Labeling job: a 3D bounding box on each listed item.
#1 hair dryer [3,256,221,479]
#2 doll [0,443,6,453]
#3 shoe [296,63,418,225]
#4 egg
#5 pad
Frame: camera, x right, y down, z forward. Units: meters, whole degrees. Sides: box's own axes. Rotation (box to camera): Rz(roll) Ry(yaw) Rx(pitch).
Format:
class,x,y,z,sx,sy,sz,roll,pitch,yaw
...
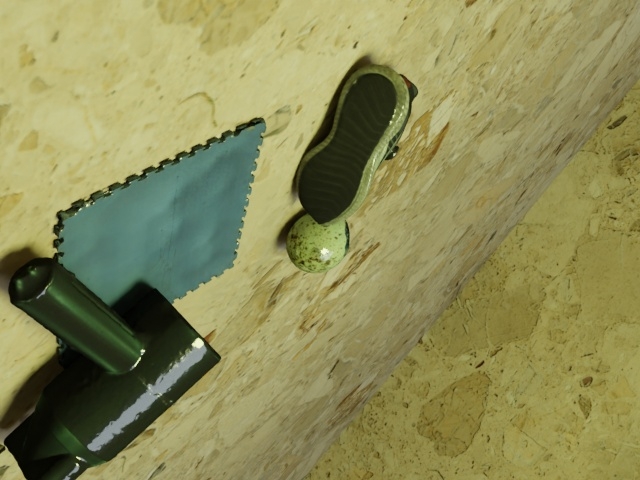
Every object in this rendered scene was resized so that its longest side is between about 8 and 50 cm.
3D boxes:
class,x,y,z,sx,sy,sz,roll,pitch,yaw
hair dryer,-0.260,0.129,0.814,0.244,0.116,0.302,-43,149,-11
doll,-0.374,0.222,0.738,0.115,0.105,0.221,-26,166,18
shoe,0.055,-0.121,1.015,0.112,0.099,0.227,-32,155,-54
egg,0.000,0.000,1.127,0.110,0.085,0.085,-30,153,-47
pad,-0.177,0.006,0.889,0.269,0.012,0.269,-32,155,-38
